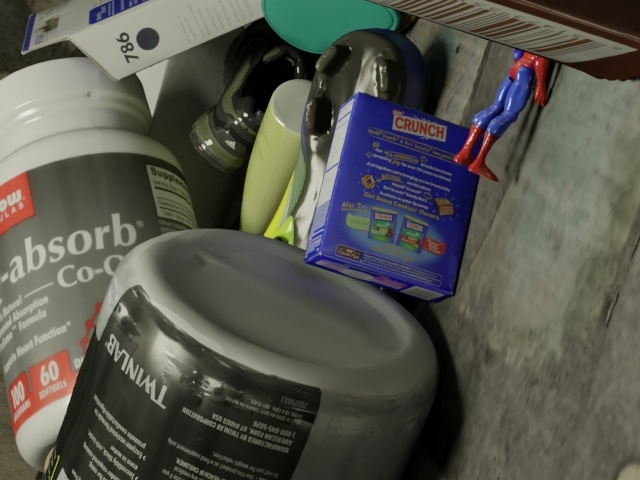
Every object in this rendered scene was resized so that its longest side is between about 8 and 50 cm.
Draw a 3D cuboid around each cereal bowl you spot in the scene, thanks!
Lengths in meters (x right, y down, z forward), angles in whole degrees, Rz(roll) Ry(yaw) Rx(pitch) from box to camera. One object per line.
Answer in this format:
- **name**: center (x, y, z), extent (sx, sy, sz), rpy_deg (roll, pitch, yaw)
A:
- **cereal bowl**: center (-0.149, -0.105, 1.832), extent (0.339, 0.141, 0.339), rpy_deg (-164, 90, -78)

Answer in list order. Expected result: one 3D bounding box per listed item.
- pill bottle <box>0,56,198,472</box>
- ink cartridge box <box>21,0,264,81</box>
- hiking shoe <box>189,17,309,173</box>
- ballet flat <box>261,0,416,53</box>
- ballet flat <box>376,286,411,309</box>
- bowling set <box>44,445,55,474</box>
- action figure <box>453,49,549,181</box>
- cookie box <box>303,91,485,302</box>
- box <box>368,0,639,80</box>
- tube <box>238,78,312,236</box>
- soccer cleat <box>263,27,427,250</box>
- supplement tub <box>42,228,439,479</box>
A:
- **pill bottle**: center (-0.216, 0.024, 1.540), extent (0.210, 0.210, 0.362), rpy_deg (125, 134, -55)
- **ink cartridge box**: center (-0.120, -0.236, 1.544), extent (0.165, 0.333, 0.065), rpy_deg (-106, -5, -68)
- **hiking shoe**: center (-0.044, -0.163, 1.610), extent (0.114, 0.086, 0.227), rpy_deg (-29, 29, 40)
- **ballet flat**: center (0.053, -0.237, 1.242), extent (0.124, 0.116, 0.342), rpy_deg (-56, 8, -16)
- **ballet flat**: center (0.031, 0.037, 1.085), extent (0.057, 0.049, 0.173), rpy_deg (-92, 22, -58)
- **bowling set**: center (-0.159, 0.217, 1.211), extent (0.154, 0.200, 0.287), rpy_deg (145, 115, -63)
- **action figure**: center (0.116, -0.091, 0.931), extent (0.115, 0.030, 0.038), rpy_deg (-66, 19, 10)
- **cookie box**: center (0.047, -0.026, 1.003), extent (0.040, 0.092, 0.107), rpy_deg (154, 132, -69)
- **box**: center (0.127, -0.284, 0.760), extent (0.143, 0.191, 0.381), rpy_deg (-170, 95, -77)
- **tube**: center (-0.046, -0.064, 1.535), extent (0.070, 0.062, 0.240), rpy_deg (-32, -14, -27)
- **soccer cleat**: center (0.012, -0.015, 1.188), extent (0.121, 0.093, 0.289), rpy_deg (-5, -64, -67)
- **supplement tub**: center (-0.075, 0.180, 1.004), extent (0.207, 0.207, 0.338), rpy_deg (-102, 31, -65)
